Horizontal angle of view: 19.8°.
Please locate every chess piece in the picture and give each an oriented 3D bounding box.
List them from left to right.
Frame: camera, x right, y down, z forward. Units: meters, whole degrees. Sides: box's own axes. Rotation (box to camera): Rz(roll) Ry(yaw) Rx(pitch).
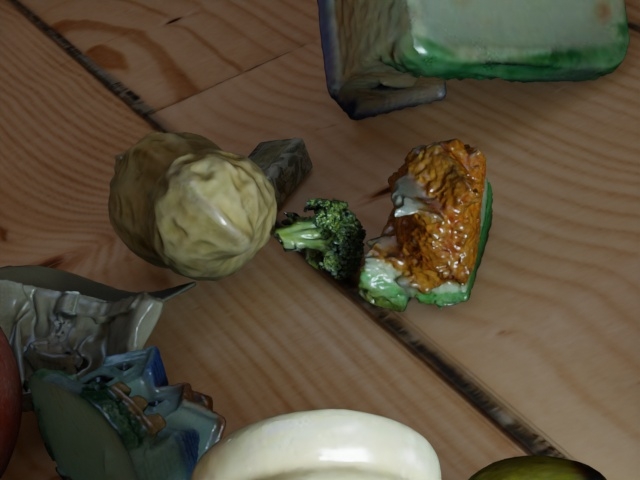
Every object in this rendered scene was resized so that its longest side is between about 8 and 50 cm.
[{"bbox_3d":[0.014,0.263,1.067,0.167,0.167,0.299,-15,53,8],"label":"chess piece"}]

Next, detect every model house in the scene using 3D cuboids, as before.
[{"bbox_3d":[-0.144,0.147,1.555,0.149,0.119,0.148,-28,25,-36],"label":"model house"},{"bbox_3d":[0.146,-0.261,2.075,0.312,0.245,0.280,-3,-13,-29],"label":"model house"}]

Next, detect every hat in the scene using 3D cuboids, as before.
[{"bbox_3d":[-0.229,0.095,1.762,0.214,0.149,0.245,6,-6,19],"label":"hat"}]

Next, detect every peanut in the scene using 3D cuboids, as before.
[{"bbox_3d":[-0.129,-0.037,1.829,0.140,0.153,0.325,-36,12,-11],"label":"peanut"}]

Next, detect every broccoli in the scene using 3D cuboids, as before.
[{"bbox_3d":[0.000,0.000,1.781,0.092,0.097,0.095,-13,-16,-15],"label":"broccoli"}]

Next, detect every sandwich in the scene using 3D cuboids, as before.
[{"bbox_3d":[0.101,-0.033,1.687,0.109,0.160,0.184,7,39,10],"label":"sandwich"}]

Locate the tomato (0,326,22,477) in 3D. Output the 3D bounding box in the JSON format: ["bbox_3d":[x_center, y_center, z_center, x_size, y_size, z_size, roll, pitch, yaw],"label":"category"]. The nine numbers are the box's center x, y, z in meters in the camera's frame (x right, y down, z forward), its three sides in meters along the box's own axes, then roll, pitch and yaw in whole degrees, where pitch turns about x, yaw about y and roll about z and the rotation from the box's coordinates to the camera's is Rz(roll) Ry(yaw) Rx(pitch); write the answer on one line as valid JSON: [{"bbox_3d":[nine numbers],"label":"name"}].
[{"bbox_3d":[-0.380,0.148,1.567,0.270,0.227,0.270,-18,46,20],"label":"tomato"}]

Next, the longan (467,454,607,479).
[{"bbox_3d":[0.134,0.220,1.179,0.176,0.145,0.155,-54,-11,19],"label":"longan"}]

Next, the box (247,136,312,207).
[{"bbox_3d":[-0.056,-0.072,2.002,0.062,0.045,0.098,-4,28,31],"label":"box"}]
